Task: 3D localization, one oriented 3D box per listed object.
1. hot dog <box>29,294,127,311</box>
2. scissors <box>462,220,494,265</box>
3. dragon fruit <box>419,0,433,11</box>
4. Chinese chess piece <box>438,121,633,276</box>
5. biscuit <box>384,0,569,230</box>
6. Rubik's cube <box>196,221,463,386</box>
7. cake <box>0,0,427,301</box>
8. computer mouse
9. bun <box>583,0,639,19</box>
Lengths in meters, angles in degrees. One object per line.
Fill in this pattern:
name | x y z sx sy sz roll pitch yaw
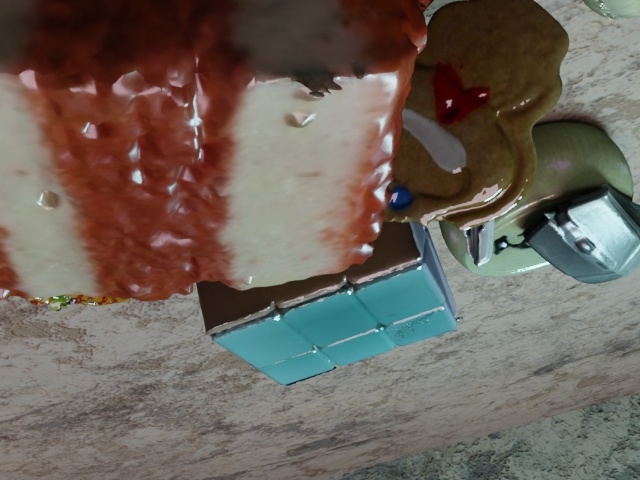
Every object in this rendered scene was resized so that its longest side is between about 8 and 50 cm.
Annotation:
hot dog | -0.310 0.033 1.016 0.104 0.076 0.250 -26 154 23
scissors | 0.182 -0.065 1.013 0.101 0.027 0.204 -11 117 -6
dragon fruit | 0.055 -0.229 0.689 0.162 0.083 0.106 4 146 -30
Chinese chess piece | 0.277 -0.048 1.140 0.250 0.101 0.250 -13 153 -7
biscuit | 0.072 -0.083 0.763 0.320 0.183 0.047 -24 -175 15
Rubik's cube | 0.000 0.000 0.946 0.225 0.221 0.231 -20 153 10
cake | -0.115 -0.125 0.549 0.320 0.270 0.269 1 154 -5
computer mouse | 0.340 0.004 1.081 0.126 0.071 0.231 -32 148 26
bun | 0.282 -0.282 0.620 0.287 0.146 0.287 -23 164 -7
